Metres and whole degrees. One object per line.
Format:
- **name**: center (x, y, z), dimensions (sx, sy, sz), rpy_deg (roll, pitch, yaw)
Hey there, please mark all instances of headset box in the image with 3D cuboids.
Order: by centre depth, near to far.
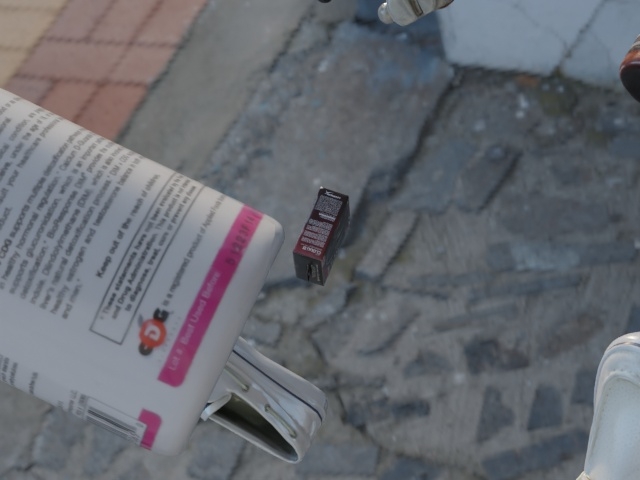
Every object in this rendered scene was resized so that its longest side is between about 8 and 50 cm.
- **headset box**: center (0.000, 0.000, 1.386), dimensions (0.032, 0.062, 0.083), rpy_deg (17, 66, 11)

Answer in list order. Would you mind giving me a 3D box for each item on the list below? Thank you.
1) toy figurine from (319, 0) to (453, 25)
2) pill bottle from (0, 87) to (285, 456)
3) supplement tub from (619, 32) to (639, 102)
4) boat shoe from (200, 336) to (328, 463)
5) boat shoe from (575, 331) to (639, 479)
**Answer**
- **toy figurine**: center (0.067, -0.330, 1.431), dimensions (0.209, 0.213, 0.148), rpy_deg (19, 22, 11)
- **pill bottle**: center (-0.179, 0.002, 0.864), dimensions (0.283, 0.160, 0.160), rpy_deg (26, 55, -2)
- **supplement tub**: center (0.410, -0.233, 1.528), dimensions (0.106, 0.106, 0.198), rpy_deg (23, 72, 34)
- **boat shoe**: center (-0.097, 0.131, 1.329), dimensions (0.226, 0.083, 0.076), rpy_deg (27, 51, -9)
- **boat shoe**: center (0.284, 0.276, 1.328), dimensions (0.156, 0.367, 0.136), rpy_deg (-16, 16, -39)
